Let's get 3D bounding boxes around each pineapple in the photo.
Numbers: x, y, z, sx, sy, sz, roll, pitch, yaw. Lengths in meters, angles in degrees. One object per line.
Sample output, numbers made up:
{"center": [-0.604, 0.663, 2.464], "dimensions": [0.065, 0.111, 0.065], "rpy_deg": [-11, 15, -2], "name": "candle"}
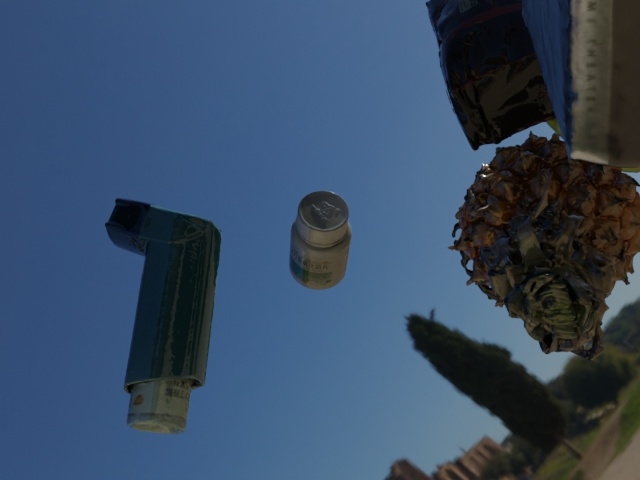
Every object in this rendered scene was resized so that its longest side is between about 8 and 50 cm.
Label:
{"center": [0.272, 0.027, 1.045], "dimensions": [0.263, 0.262, 0.272], "rpy_deg": [-61, 0, 23], "name": "pineapple"}

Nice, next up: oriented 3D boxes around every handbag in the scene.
{"center": [0.219, -0.221, 1.018], "dimensions": [0.169, 0.215, 0.155], "rpy_deg": [-19, -49, 16], "name": "handbag"}

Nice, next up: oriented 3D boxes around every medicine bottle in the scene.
{"center": [0.000, 0.000, 1.176], "dimensions": [0.080, 0.080, 0.130], "rpy_deg": [-41, -23, -26], "name": "medicine bottle"}
{"center": [-0.176, 0.076, 0.979], "dimensions": [0.079, 0.124, 0.259], "rpy_deg": [65, -155, -67], "name": "medicine bottle"}

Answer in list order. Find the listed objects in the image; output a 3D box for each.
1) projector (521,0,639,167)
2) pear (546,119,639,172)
{"center": [0.311, -0.267, 0.477], "dimensions": [0.242, 0.404, 0.395], "rpy_deg": [-89, -13, -49], "name": "projector"}
{"center": [0.455, -0.304, 1.247], "dimensions": [0.399, 0.399, 0.165], "rpy_deg": [-39, 1, -31], "name": "pear"}
